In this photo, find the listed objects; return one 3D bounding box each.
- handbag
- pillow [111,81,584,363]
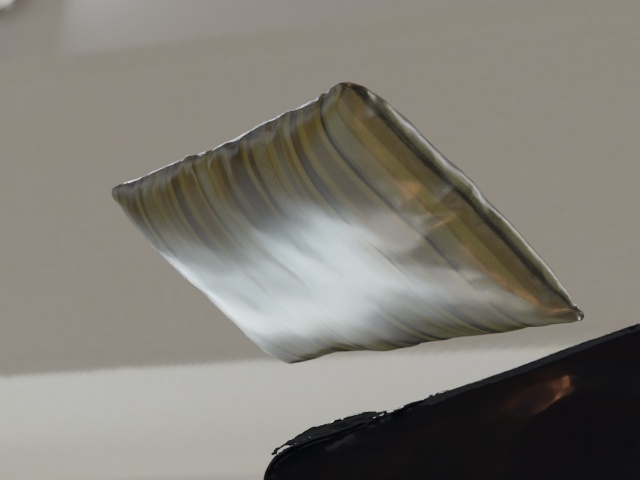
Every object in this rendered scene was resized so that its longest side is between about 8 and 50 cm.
[{"bbox_3d":[0.132,0.188,0.889,0.325,0.118,0.269,-21,-150,13],"label":"handbag"},{"bbox_3d":[0.000,0.000,0.560,0.038,0.113,0.203,-55,-161,-23],"label":"pillow"}]
